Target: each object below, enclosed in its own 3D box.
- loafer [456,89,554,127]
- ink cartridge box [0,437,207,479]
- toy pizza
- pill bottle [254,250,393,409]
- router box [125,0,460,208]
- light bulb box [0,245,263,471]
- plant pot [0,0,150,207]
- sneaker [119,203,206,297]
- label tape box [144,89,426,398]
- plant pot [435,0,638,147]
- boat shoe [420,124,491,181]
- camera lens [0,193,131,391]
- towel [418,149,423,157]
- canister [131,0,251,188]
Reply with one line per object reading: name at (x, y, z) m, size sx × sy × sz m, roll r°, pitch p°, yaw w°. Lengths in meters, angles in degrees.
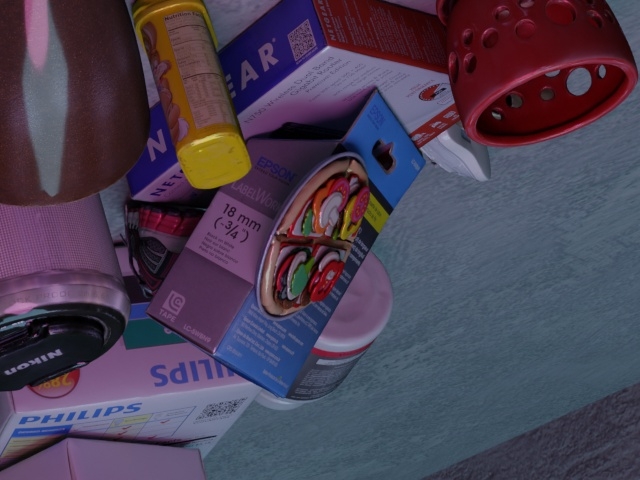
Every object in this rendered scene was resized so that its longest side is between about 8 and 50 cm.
loafer at (0.234, -0.168, 1.995) m, size 0.148 × 0.056 × 0.050 m, roll -10°, pitch 164°, yaw -19°
ink cartridge box at (-0.366, 0.407, 2.178) m, size 0.384 × 0.160 × 0.279 m, roll -27°, pitch 157°, yaw 29°
toy pizza at (0.000, 0.000, 1.724) m, size 0.201 × 0.032 × 0.201 m, roll -45°, pitch 152°, yaw -33°
pill bottle at (-0.021, 0.134, 2.369) m, size 0.176 × 0.176 × 0.318 m, roll -9°, pitch 157°, yaw -22°
router box at (-0.012, -0.143, 1.827) m, size 0.301 × 0.082 × 0.335 m, roll 6°, pitch 149°, yaw -46°
light bulb box at (-0.303, 0.177, 2.188) m, size 0.358 × 0.225 × 0.361 m, roll -6°, pitch 155°, yaw -26°
plant pot at (-0.254, -0.183, 1.415) m, size 0.215 × 0.215 × 0.230 m, roll -11°, pitch 144°, yaw -16°
sneaker at (-0.186, 0.017, 1.946) m, size 0.121 × 0.112 × 0.299 m, roll 5°, pitch 180°, yaw -4°
label tape box at (-0.032, -0.008, 1.825) m, size 0.334 × 0.106 × 0.240 m, roll -59°, pitch 157°, yaw -7°
plant pot at (0.218, -0.214, 1.708) m, size 0.191 × 0.174 × 0.191 m, roll -16°, pitch 158°, yaw -6°
boat shoe at (0.166, -0.116, 2.065) m, size 0.063 × 0.066 × 0.184 m, roll -11°, pitch 165°, yaw 24°
camera lens at (-0.328, 0.004, 1.671) m, size 0.219 × 0.274 × 0.219 m, roll -16°, pitch 158°, yaw -7°
towel at (0.014, -0.072, 2.107) m, size 0.237 × 0.021 × 0.102 m, roll -26°, pitch 158°, yaw 20°
canister at (-0.126, -0.150, 1.602) m, size 0.073 × 0.170 × 0.126 m, roll -18°, pitch 158°, yaw 0°
